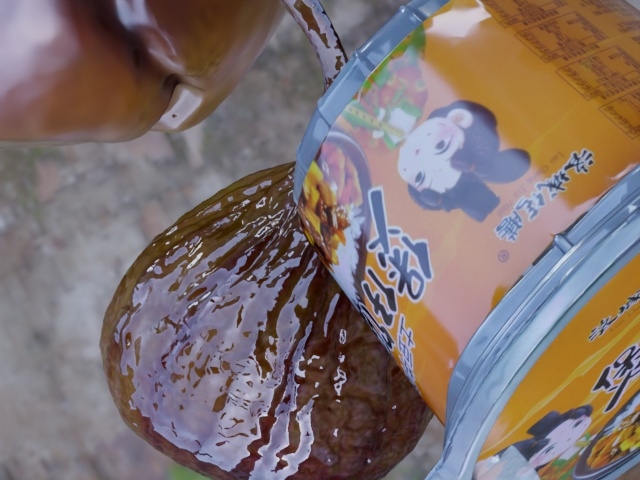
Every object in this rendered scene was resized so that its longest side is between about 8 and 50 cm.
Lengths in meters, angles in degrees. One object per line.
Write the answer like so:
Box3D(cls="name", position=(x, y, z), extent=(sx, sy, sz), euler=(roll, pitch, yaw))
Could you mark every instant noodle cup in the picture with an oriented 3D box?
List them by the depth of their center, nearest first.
Box3D(cls="instant noodle cup", position=(0.072, -0.011, 0.611), extent=(0.125, 0.208, 0.178), euler=(48, 157, 25))

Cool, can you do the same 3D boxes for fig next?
Box3D(cls="fig", position=(0.000, 0.000, 0.779), extent=(0.133, 0.146, 0.201), euler=(31, 111, 28))

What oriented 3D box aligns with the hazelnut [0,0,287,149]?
Box3D(cls="hazelnut", position=(-0.179, -0.205, 1.003), extent=(0.315, 0.372, 0.372), euler=(57, 149, 40))
